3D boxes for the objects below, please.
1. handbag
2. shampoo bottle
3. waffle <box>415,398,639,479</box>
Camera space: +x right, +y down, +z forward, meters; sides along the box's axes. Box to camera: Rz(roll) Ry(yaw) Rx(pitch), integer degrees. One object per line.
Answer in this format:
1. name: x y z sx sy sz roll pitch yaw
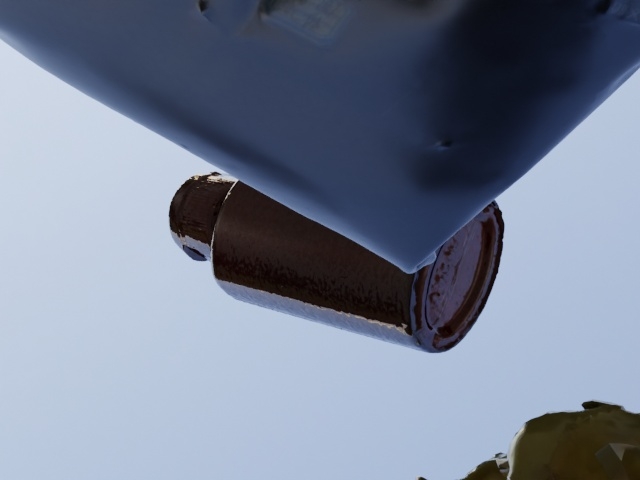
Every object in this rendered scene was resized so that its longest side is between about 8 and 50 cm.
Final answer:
1. handbag: -0.012 -0.101 0.535 0.211 0.254 0.089 -42 -152 42
2. shampoo bottle: 0.000 0.000 1.201 0.260 0.064 0.102 13 -101 51
3. waffle: 0.134 0.135 0.492 0.262 0.280 0.060 19 -123 20
